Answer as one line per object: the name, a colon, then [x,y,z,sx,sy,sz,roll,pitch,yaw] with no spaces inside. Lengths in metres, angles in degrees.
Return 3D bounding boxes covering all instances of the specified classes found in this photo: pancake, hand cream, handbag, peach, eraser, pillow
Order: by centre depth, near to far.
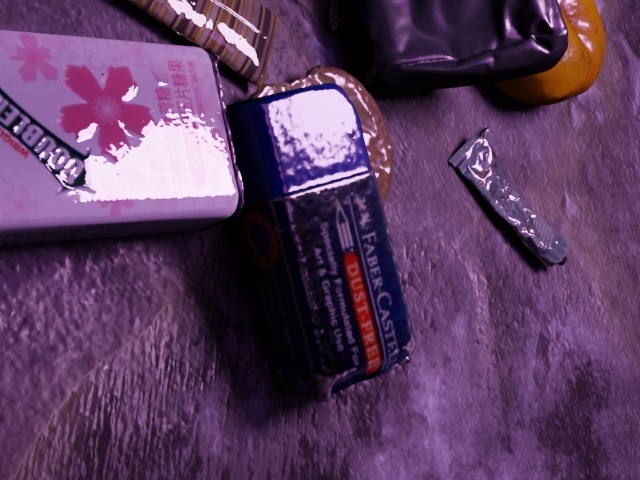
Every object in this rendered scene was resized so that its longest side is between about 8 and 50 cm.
eraser: [0.000,0.000,0.991,0.155,0.101,0.332,-18,99,-36]
pillow: [-0.132,-0.268,1.035,0.203,0.038,0.113,29,59,-33]
pancake: [-0.004,-0.104,1.096,0.222,0.042,0.236,54,52,-22]
handbag: [0.161,-0.341,1.219,0.178,0.275,0.302,48,28,-80]
hand cream: [0.290,-0.053,1.334,0.248,0.052,0.075,49,49,-19]
peach: [0.337,-0.328,1.400,0.251,0.153,0.251,13,72,-45]

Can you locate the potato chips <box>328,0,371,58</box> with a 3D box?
potato chips: [0.084,-0.306,1.251,0.209,0.026,0.142,-1,80,-42]

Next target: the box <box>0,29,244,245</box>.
box: [-0.245,-0.093,0.831,0.369,0.112,0.190,-7,83,-42]
